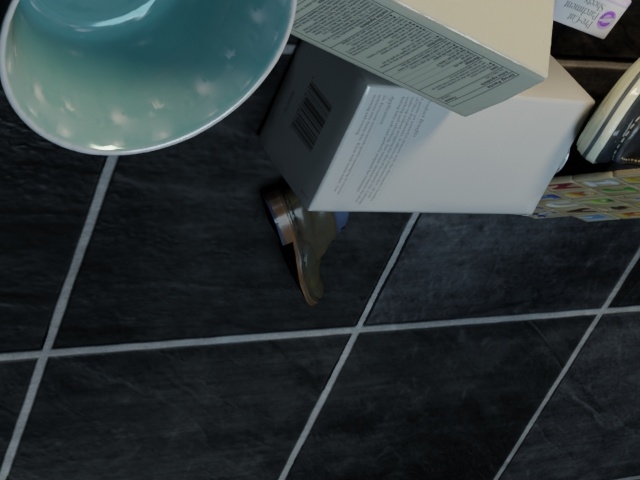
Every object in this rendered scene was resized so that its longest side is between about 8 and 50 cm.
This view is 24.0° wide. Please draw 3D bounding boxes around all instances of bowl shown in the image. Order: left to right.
[{"bbox_3d":[-0.198,-0.255,1.523,0.311,0.163,0.311,-20,141,-17],"label":"bowl"}]

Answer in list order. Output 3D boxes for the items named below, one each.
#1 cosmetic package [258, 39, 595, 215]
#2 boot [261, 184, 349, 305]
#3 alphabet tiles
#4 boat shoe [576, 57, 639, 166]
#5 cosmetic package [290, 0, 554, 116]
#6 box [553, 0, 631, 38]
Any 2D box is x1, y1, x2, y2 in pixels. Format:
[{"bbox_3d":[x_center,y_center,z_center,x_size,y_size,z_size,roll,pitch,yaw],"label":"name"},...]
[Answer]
[{"bbox_3d":[0.135,-0.147,1.875,0.365,0.155,0.197,0,130,-37],"label":"cosmetic package"},{"bbox_3d":[0.000,0.000,2.004,0.106,0.082,0.219,-25,140,-5],"label":"boot"},{"bbox_3d":[0.413,-0.060,2.085,0.342,0.011,0.285,-5,168,35],"label":"alphabet tiles"},{"bbox_3d":[0.524,-0.169,2.029,0.500,0.156,0.187,-11,140,-48],"label":"boat shoe"},{"bbox_3d":[0.097,-0.263,1.644,0.296,0.129,0.153,23,154,-29],"label":"cosmetic package"},{"bbox_3d":[0.251,-0.325,1.838,0.324,0.063,0.067,12,125,-42],"label":"box"}]
